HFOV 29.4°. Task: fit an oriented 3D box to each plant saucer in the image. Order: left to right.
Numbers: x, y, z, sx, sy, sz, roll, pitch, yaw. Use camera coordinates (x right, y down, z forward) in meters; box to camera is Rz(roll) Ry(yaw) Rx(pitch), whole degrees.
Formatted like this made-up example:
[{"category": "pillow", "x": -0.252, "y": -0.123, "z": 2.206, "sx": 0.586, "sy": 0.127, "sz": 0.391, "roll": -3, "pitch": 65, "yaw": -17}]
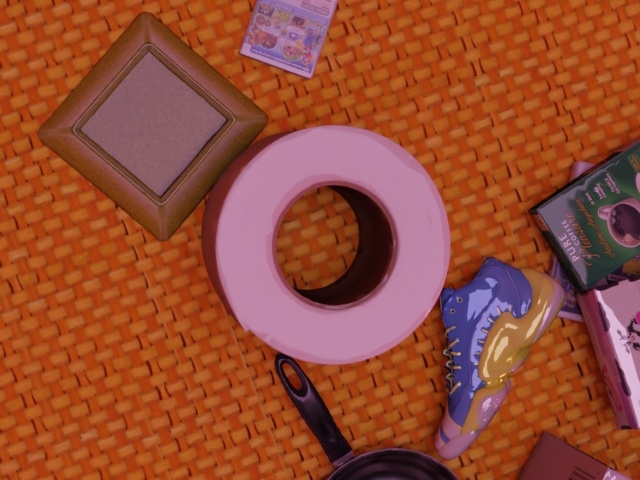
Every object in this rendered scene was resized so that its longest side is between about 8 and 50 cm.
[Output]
[{"category": "plant saucer", "x": -0.182, "y": -0.127, "z": 1.341, "sx": 0.188, "sy": 0.045, "sz": 0.188, "roll": 41, "pitch": 86, "yaw": -7}]

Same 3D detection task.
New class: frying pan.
[{"category": "frying pan", "x": 0.027, "y": 0.295, "z": 1.380, "sx": 0.326, "sy": 0.053, "sz": 0.197, "roll": 36, "pitch": 87, "yaw": -6}]

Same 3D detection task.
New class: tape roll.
[{"category": "tape roll", "x": 0.000, "y": 0.000, "z": 1.303, "sx": 0.246, "sy": 0.169, "sz": 0.246, "roll": -1, "pitch": 94, "yaw": -10}]

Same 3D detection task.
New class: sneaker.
[{"category": "sneaker", "x": 0.170, "y": 0.125, "z": 1.389, "sx": 0.126, "sy": 0.091, "sz": 0.240, "roll": 32, "pitch": 87, "yaw": 11}]

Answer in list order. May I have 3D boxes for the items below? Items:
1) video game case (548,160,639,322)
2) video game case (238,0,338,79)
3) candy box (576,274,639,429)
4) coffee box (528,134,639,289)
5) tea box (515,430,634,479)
[{"category": "video game case", "x": 0.374, "y": 0.017, "z": 1.435, "sx": 0.201, "sy": 0.023, "sz": 0.183, "roll": 13, "pitch": 90, "yaw": -9}, {"category": "video game case", "x": -0.032, "y": -0.254, "z": 1.375, "sx": 0.087, "sy": 0.011, "sz": 0.122, "roll": 19, "pitch": 89, "yaw": -9}, {"category": "candy box", "x": 0.412, "y": 0.110, "z": 1.383, "sx": 0.196, "sy": 0.070, "sz": 0.165, "roll": -15, "pitch": 83, "yaw": -9}, {"category": "coffee box", "x": 0.342, "y": -0.038, "z": 1.395, "sx": 0.184, "sy": 0.040, "sz": 0.113, "roll": -35, "pitch": 96, "yaw": -7}, {"category": "tea box", "x": 0.326, "y": 0.445, "z": 1.341, "sx": 0.323, "sy": 0.220, "sz": 0.329, "roll": 31, "pitch": 87, "yaw": -9}]
